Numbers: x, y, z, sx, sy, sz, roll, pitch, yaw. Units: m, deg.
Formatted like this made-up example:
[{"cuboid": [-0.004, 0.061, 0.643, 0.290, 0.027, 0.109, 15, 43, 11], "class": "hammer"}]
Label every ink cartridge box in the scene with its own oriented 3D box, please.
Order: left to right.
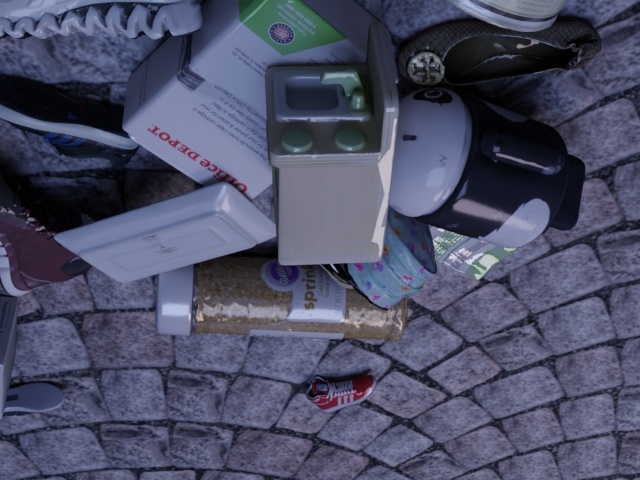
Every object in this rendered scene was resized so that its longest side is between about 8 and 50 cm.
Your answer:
[{"cuboid": [-0.075, -0.192, 1.287, 0.273, 0.114, 0.198, -36, 127, 28], "class": "ink cartridge box"}]

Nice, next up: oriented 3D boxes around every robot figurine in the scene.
[{"cuboid": [0.200, -0.092, 1.368, 0.278, 0.173, 0.209, 16, 130, -23], "class": "robot figurine"}]

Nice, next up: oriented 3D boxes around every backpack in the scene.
[{"cuboid": [0.084, -0.001, 1.442, 0.152, 0.182, 0.115, 32, 125, -30], "class": "backpack"}]

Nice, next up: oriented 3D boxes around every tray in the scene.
[{"cuboid": [-0.198, 0.001, 1.402, 0.270, 0.030, 0.145, -16, 147, 23], "class": "tray"}]

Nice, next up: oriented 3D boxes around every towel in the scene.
[{"cuboid": [0.209, 0.000, 1.564, 0.152, 0.023, 0.113, 28, 127, -28], "class": "towel"}]

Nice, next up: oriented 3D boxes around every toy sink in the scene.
[{"cuboid": [0.005, -0.106, 1.190, 0.131, 0.152, 0.234, -2, 137, -5], "class": "toy sink"}]

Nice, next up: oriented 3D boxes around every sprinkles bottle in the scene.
[{"cuboid": [-0.057, 0.082, 1.558, 0.355, 0.121, 0.121, 3, 134, -8], "class": "sprinkles bottle"}]

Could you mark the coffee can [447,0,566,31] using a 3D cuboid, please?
[{"cuboid": [0.222, -0.376, 1.066, 0.202, 0.201, 0.275, 16, 131, -19], "class": "coffee can"}]

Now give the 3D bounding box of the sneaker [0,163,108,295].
[{"cuboid": [-0.371, -0.040, 1.442, 0.163, 0.106, 0.281, -9, 144, -5], "class": "sneaker"}]

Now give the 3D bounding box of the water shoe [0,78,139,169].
[{"cuboid": [-0.328, -0.137, 1.354, 0.203, 0.073, 0.080, 16, 134, -18], "class": "water shoe"}]

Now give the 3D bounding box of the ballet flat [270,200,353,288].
[{"cuboid": [0.000, 0.000, 1.483, 0.168, 0.052, 0.057, 43, 92, -4], "class": "ballet flat"}]

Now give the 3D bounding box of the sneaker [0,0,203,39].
[{"cuboid": [-0.278, -0.286, 1.204, 0.292, 0.110, 0.118, 0, 110, 4], "class": "sneaker"}]

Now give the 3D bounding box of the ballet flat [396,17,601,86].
[{"cuboid": [0.219, -0.225, 1.317, 0.250, 0.058, 0.084, -5, 134, 1], "class": "ballet flat"}]

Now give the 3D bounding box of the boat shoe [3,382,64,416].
[{"cuboid": [-0.486, 0.263, 1.763, 0.142, 0.049, 0.040, -4, 154, 2], "class": "boat shoe"}]

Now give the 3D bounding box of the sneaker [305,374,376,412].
[{"cuboid": [0.030, 0.244, 1.780, 0.118, 0.042, 0.067, -30, 133, 26], "class": "sneaker"}]

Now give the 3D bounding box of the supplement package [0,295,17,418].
[{"cuboid": [-0.580, 0.162, 1.588, 0.244, 0.134, 0.139, 8, 133, -11], "class": "supplement package"}]
